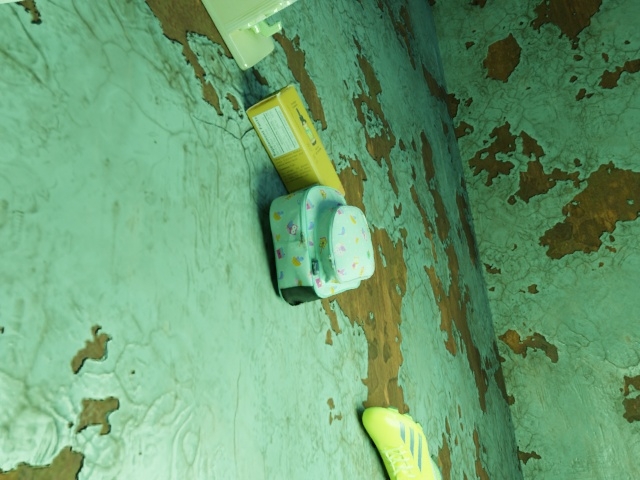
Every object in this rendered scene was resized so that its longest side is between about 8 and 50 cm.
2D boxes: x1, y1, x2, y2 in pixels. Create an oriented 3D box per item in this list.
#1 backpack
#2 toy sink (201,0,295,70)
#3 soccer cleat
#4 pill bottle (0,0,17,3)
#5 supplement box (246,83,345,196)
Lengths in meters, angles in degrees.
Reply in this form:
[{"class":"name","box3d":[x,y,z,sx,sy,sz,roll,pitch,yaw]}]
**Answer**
[{"class":"backpack","box3d":[0.000,0.000,0.846,0.165,0.144,0.189,-7,79,-57]},{"class":"toy sink","box3d":[-0.118,-0.445,0.868,0.234,0.131,0.153,61,31,-24]},{"class":"soccer cleat","box3d":[0.163,0.433,0.973,0.289,0.093,0.121,58,39,-28]},{"class":"pill bottle","box3d":[-0.322,-0.412,0.373,0.224,0.223,0.393,-24,97,-62]},{"class":"supplement box","box3d":[-0.041,-0.158,0.922,0.234,0.080,0.078,64,28,-21]}]
